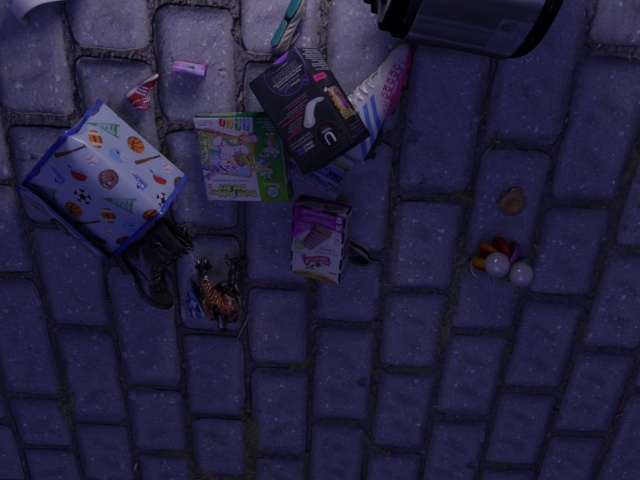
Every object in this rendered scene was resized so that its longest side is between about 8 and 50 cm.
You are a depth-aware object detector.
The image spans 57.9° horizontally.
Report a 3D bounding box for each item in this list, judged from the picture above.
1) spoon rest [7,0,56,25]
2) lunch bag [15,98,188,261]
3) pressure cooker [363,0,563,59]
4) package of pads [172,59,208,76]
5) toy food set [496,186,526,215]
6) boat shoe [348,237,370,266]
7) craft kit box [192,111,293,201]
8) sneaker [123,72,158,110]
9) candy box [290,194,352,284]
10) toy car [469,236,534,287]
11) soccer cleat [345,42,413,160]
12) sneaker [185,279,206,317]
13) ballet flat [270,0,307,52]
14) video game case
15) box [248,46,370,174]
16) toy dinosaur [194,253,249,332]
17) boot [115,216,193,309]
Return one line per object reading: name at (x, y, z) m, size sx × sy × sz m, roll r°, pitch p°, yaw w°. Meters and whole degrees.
spoon rest at (-0.662, -0.626, 1.414) m, size 0.276 × 0.084 × 0.137 m, roll -33°, pitch 113°, yaw 18°
lunch bag at (-0.626, -0.129, 1.603) m, size 0.386 × 0.238 × 0.328 m, roll -30°, pitch 115°, yaw 34°
pressure cooker at (0.284, -0.603, 1.234) m, size 0.421 × 0.375 × 0.369 m, roll 9°, pitch 121°, yaw -4°
package of pads at (-0.340, -0.452, 1.515) m, size 0.083 × 0.050 × 0.031 m, roll 8°, pitch 113°, yaw -2°
toy food set at (0.558, -0.109, 1.688) m, size 0.083 × 0.020 × 0.083 m, roll -28°, pitch 114°, yaw 16°
boat shoe at (0.053, 0.017, 1.742) m, size 0.220 × 0.070 × 0.077 m, roll 21°, pitch 117°, yaw -9°
craft kit box at (-0.211, -0.230, 1.604) m, size 0.250 × 0.061 × 0.246 m, roll 2°, pitch 121°, yaw 14°
sneaker at (-0.465, -0.395, 1.554) m, size 0.119 × 0.042 × 0.067 m, roll -27°, pitch 110°, yaw 23°
candy box at (0.000, 0.000, 1.662) m, size 0.159 × 0.071 × 0.233 m, roll 14°, pitch 124°, yaw 17°
toy car at (0.546, 0.062, 1.727) m, size 0.182 × 0.159 × 0.136 m, roll 22°, pitch 80°, yaw -9°
soccer cleat at (0.126, -0.363, 1.511) m, size 0.143 × 0.116 × 0.331 m, roll 18°, pitch 117°, yaw -8°
sneaker at (-0.411, 0.194, 1.862) m, size 0.059 × 0.053 × 0.144 m, roll -9°, pitch 116°, yaw 9°
ballet flat at (-0.069, -0.552, 1.461) m, size 0.052 × 0.057 × 0.168 m, roll 13°, pitch 126°, yaw -37°
video game case at (-0.036, -0.193, 1.623) m, size 0.213 × 0.023 × 0.193 m, roll 29°, pitch 125°, yaw 0°
box at (-0.025, -0.328, 1.461) m, size 0.165 × 0.143 × 0.270 m, roll -30°, pitch 92°, yaw 28°
toy dinosaur at (-0.294, 0.162, 1.740) m, size 0.165 × 0.218 × 0.322 m, roll 3°, pitch 161°, yaw -16°
boot at (-0.479, 0.072, 1.777) m, size 0.229 × 0.091 × 0.263 m, roll -31°, pitch 111°, yaw 17°
